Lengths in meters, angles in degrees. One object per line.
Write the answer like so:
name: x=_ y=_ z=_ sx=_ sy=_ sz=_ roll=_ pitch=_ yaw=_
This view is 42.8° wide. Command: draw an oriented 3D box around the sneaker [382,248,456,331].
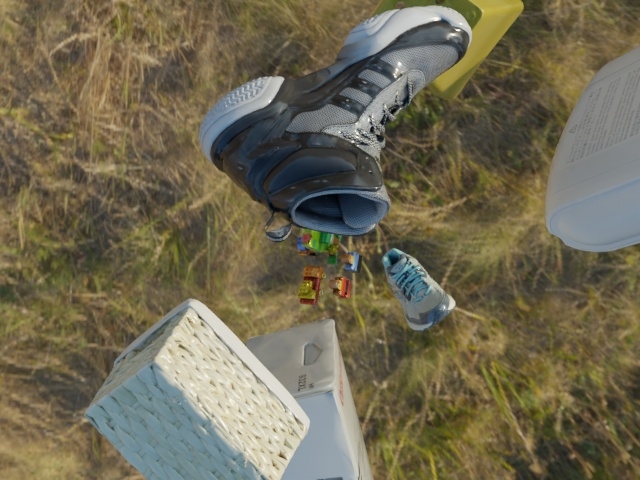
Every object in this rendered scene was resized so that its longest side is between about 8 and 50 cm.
sneaker: x=0.196 y=0.101 z=1.790 sx=0.110 sy=0.283 sz=0.122 roll=-37 pitch=111 yaw=-1

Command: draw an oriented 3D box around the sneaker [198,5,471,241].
sneaker: x=0.041 y=-0.095 z=0.713 sx=0.268 sy=0.153 sz=0.101 roll=-27 pitch=156 yaw=-11

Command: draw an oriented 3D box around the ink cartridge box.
ink cartridge box: x=-0.007 y=0.287 z=1.047 sx=0.129 sy=0.223 sz=0.307 roll=-13 pitch=106 yaw=4

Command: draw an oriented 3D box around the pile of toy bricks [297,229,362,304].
pile of toy bricks: x=0.000 y=0.000 z=1.408 sx=0.105 sy=0.118 sz=0.212 roll=29 pitch=66 yaw=-54

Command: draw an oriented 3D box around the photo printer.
photo printer: x=0.383 y=-0.124 z=0.888 sx=0.107 sy=0.307 sz=0.256 roll=35 pitch=61 yaw=-17

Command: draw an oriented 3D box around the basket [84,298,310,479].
basket: x=-0.109 y=0.156 z=0.723 sx=0.113 sy=0.103 sz=0.167 roll=-37 pitch=99 yaw=25

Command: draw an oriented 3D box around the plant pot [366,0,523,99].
plant pot: x=0.187 y=-0.368 z=1.372 sx=0.212 sy=0.187 sz=0.212 roll=39 pitch=114 yaw=4
